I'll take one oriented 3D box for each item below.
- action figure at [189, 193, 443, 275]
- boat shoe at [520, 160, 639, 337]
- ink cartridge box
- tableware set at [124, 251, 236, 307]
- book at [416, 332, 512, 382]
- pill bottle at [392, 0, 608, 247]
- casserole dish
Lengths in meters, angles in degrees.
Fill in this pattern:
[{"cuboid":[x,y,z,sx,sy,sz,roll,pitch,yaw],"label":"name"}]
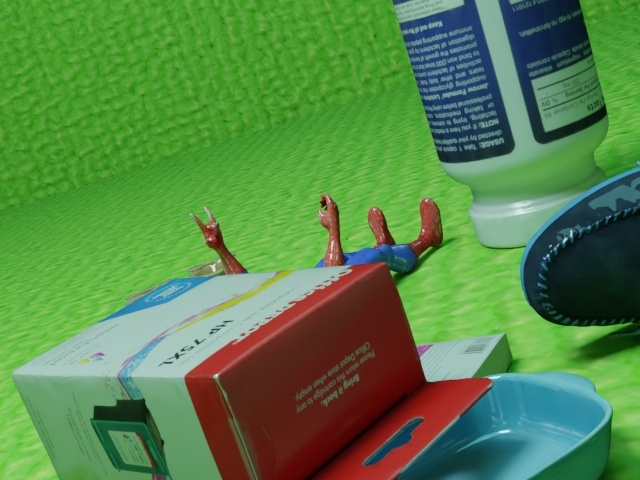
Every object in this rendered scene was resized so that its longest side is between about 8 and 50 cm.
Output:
[{"cuboid":[0.000,0.000,0.855,0.091,0.139,0.280,-12,17,34],"label":"action figure"},{"cuboid":[0.246,-0.009,0.590,0.258,0.109,0.089,-20,19,0],"label":"boat shoe"},{"cuboid":[-0.041,0.074,0.547,0.231,0.078,0.134,-7,18,44],"label":"ink cartridge box"},{"cuboid":[-0.152,0.055,1.087,0.141,0.020,0.168,-19,13,1],"label":"tableware set"},{"cuboid":[0.037,0.091,0.636,0.144,0.035,0.096,-11,11,29],"label":"book"},{"cuboid":[0.163,-0.137,0.891,0.153,0.264,0.153,-17,12,4],"label":"pill bottle"},{"cuboid":[0.055,0.118,0.481,0.188,0.037,0.114,-24,13,-24],"label":"casserole dish"}]
